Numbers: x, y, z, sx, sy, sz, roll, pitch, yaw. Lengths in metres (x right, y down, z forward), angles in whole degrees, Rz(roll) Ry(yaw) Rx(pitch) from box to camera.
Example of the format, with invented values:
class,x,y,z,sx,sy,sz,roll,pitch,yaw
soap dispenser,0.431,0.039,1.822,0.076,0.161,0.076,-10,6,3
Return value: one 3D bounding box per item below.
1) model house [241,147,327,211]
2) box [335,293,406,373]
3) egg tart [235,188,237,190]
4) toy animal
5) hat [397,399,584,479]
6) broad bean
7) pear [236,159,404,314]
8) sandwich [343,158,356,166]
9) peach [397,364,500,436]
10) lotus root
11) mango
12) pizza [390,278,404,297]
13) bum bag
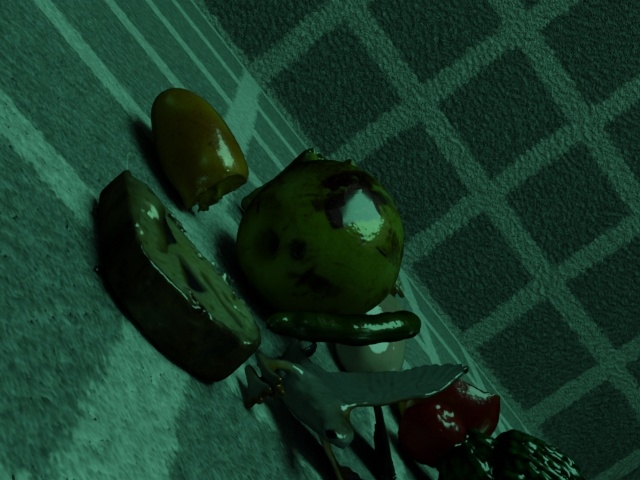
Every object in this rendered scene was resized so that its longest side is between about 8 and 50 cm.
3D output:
class,x,y,z,sx,sy,sz,roll,pitch,yaw
model house,-0.015,-0.020,1.609,0.175,0.193,0.234,48,9,-45
box,0.096,0.176,1.578,0.146,0.088,0.200,34,44,-26
egg tart,-0.199,-0.132,1.530,0.130,0.052,0.130,50,8,-10
toy animal,-0.002,0.180,1.124,0.284,0.225,0.302,36,8,39
hat,0.275,0.420,1.480,0.332,0.242,0.274,32,-18,8
broad bean,0.057,0.126,1.220,0.292,0.144,0.049,6,84,-54
pear,0.000,0.000,1.362,0.283,0.283,0.283,52,9,-11
sandwich,0.025,-0.074,2.047,0.108,0.186,0.220,49,27,-30
peach,0.257,0.329,1.679,0.190,0.192,0.190,62,0,0
lotus root,-0.171,0.042,0.934,0.260,0.074,0.170,52,11,-5
mango,-0.205,-0.157,1.354,0.252,0.126,0.154,59,-1,36
pizza,0.089,0.155,1.719,0.062,0.188,0.199,-43,129,-61
bum bag,0.089,0.290,1.293,0.109,0.026,0.159,-99,178,-72
